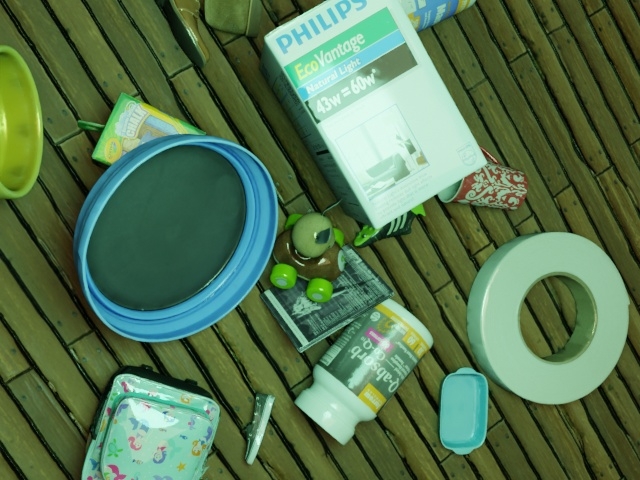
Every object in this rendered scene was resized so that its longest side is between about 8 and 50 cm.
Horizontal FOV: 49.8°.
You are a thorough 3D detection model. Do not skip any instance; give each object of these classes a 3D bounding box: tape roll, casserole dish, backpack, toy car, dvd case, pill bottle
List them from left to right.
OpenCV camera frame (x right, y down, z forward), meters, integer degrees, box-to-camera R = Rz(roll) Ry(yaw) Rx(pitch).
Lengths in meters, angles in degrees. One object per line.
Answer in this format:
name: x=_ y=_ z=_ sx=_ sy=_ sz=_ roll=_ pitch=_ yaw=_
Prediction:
backpack: x=-0.315 y=0.382 z=1.260 sx=0.225 sy=0.191 sz=0.254 roll=22 pitch=89 yaw=-16
toy car: x=0.000 y=0.000 z=1.317 sx=0.148 sy=0.188 sz=0.155 roll=22 pitch=54 yaw=-11
dvd case: x=0.011 y=0.110 z=1.379 sx=0.221 sy=0.164 sz=0.018 roll=-29 pitch=140 yaw=-15
pill bottle: x=0.085 y=0.259 z=1.384 sx=0.162 sy=0.162 sz=0.278 roll=43 pitch=78 yaw=-12
pill bottle: x=0.234 y=-0.533 z=1.435 sx=0.272 sy=0.152 sz=0.152 roll=-28 pitch=98 yaw=-14
casserole dish: x=0.309 y=0.372 z=1.515 sx=0.114 sy=0.037 sz=0.189 roll=3 pitch=88 yaw=-16
tape roll: x=0.519 y=0.173 z=1.561 sx=0.391 sy=0.072 sz=0.392 roll=0 pitch=90 yaw=-16

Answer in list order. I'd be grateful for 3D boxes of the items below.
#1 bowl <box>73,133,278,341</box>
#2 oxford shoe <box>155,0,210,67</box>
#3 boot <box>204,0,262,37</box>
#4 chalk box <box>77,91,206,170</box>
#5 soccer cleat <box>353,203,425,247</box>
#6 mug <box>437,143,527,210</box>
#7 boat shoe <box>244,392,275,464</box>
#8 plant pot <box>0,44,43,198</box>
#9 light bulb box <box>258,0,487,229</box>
bowl: x=-0.251 y=-0.006 z=1.228 sx=0.391 sy=0.077 sz=0.391 roll=-25 pitch=130 yaw=-33
oxford shoe: x=-0.259 y=-0.440 z=1.333 sx=0.076 sy=0.076 sz=0.212 roll=-29 pitch=99 yaw=-26
boot: x=-0.157 y=-0.530 z=1.282 sx=0.115 sy=0.112 sz=0.305 roll=6 pitch=127 yaw=-9
chalk box: x=-0.341 y=-0.180 z=1.275 sx=0.213 sy=0.132 sz=0.132 roll=26 pitch=83 yaw=-16
soccer cleat: x=0.150 y=-0.029 z=1.460 sx=0.179 sy=0.060 sz=0.072 roll=-37 pitch=112 yaw=-14
mug: x=0.356 y=-0.141 z=1.494 sx=0.169 sy=0.113 sz=0.150 roll=10 pitch=89 yaw=-20
boat shoe: x=-0.130 y=0.376 z=1.384 sx=0.040 sy=0.049 sz=0.142 roll=17 pitch=83 yaw=3
plant pot: x=-0.625 y=-0.195 z=1.144 sx=0.238 sy=0.254 sz=0.254 roll=0 pitch=90 yaw=-2
light bulb box: x=0.074 y=-0.239 z=1.266 sx=0.225 sy=0.358 sz=0.361 roll=-31 pitch=99 yaw=-3
